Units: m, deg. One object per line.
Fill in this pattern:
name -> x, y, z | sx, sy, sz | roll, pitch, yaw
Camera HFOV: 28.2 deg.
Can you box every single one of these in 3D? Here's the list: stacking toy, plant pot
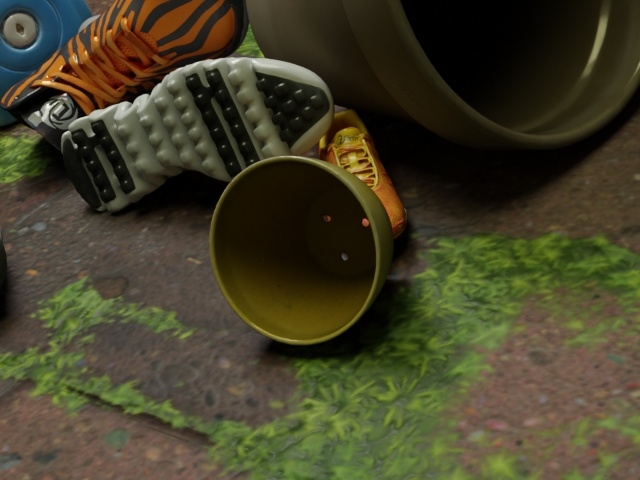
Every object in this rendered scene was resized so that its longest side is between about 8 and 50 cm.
stacking toy -> -0.391, -0.248, 1.509 | 0.165, 0.175, 0.302 | -36, 22, -18
plant pot -> 0.000, 0.000, 0.930 | 0.134, 0.134, 0.095 | -1, 9, 26
plant pot -> 0.087, -0.226, 1.096 | 0.323, 0.323, 0.280 | -40, 20, -31

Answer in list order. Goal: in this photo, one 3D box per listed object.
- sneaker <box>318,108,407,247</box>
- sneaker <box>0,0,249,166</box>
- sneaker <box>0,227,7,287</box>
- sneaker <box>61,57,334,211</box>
sneaker -> 0.025, -0.050, 1.035 | 0.064, 0.067, 0.175 | -18, 33, -3
sneaker -> -0.198, -0.162, 1.245 | 0.321, 0.124, 0.180 | -24, 24, 55
sneaker -> -0.406, 0.046, 1.098 | 0.297, 0.111, 0.129 | -14, 16, -1
sneaker -> -0.099, -0.107, 1.128 | 0.292, 0.110, 0.118 | -9, 16, 38
